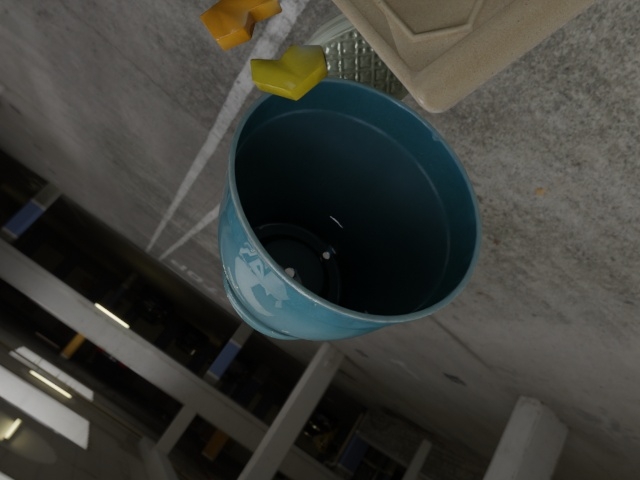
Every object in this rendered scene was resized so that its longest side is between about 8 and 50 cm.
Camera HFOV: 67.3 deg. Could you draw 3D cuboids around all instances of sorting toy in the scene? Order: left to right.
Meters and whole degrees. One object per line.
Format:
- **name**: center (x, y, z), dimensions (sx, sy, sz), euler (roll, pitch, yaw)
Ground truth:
- **sorting toy**: center (0.063, -0.217, 0.372), dimensions (0.229, 0.307, 0.041), euler (55, -175, 13)

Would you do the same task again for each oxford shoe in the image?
- **oxford shoe**: center (0.092, -0.311, 0.683), dimensions (0.169, 0.130, 0.449), euler (26, 124, -38)

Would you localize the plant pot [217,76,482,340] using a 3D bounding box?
- **plant pot**: center (0.000, 0.000, 0.573), dimensions (0.271, 0.272, 0.255), euler (36, 146, -3)
